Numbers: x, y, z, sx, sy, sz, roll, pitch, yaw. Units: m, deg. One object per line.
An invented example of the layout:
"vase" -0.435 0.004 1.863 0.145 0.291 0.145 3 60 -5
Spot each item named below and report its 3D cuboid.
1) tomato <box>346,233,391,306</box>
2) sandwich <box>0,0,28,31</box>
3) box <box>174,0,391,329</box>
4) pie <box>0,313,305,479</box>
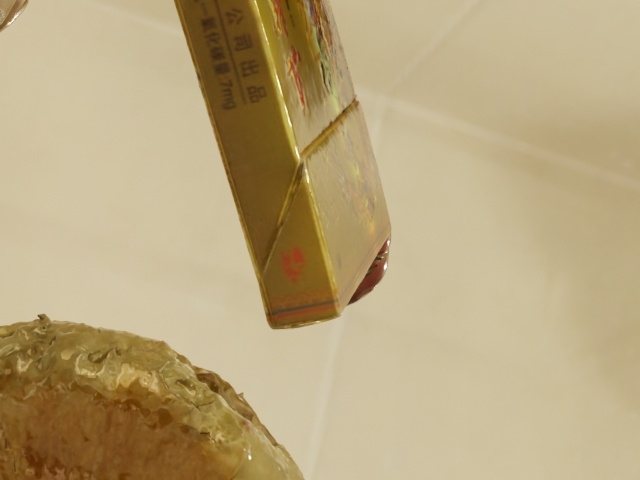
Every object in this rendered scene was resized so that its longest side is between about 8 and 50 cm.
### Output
"tomato" 0.000 0.000 1.058 0.075 0.087 0.087 37 -69 46
"sandwich" -0.160 -0.135 0.409 0.198 0.155 0.227 -65 165 -62
"box" -0.016 -0.062 0.424 0.089 0.022 0.156 -47 122 -72
"pie" -0.150 0.218 1.067 0.083 0.339 0.339 -76 -174 -76
